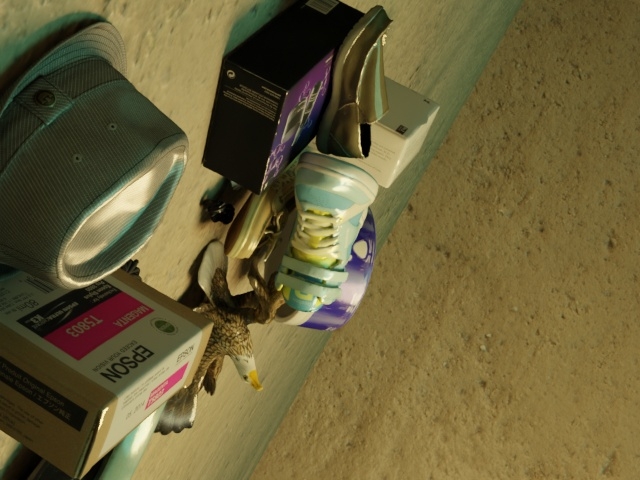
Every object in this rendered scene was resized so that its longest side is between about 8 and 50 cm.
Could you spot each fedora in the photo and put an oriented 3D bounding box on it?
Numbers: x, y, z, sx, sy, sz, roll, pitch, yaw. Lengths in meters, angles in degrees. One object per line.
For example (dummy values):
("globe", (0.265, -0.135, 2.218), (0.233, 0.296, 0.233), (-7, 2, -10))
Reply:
("fedora", (-0.211, -0.059, 0.894), (0.275, 0.124, 0.244), (-51, 166, -44))

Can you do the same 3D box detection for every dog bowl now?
("dog bowl", (-0.006, 0.032, 1.792), (0.265, 0.104, 0.265), (-41, -138, 52))

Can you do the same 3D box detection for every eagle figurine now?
("eagle figurine", (-0.175, 0.169, 1.609), (0.298, 0.225, 0.226), (-35, 138, 28))

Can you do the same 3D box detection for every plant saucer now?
("plant saucer", (-0.265, 0.256, 1.382), (0.317, 0.043, 0.317), (-62, -170, 20))

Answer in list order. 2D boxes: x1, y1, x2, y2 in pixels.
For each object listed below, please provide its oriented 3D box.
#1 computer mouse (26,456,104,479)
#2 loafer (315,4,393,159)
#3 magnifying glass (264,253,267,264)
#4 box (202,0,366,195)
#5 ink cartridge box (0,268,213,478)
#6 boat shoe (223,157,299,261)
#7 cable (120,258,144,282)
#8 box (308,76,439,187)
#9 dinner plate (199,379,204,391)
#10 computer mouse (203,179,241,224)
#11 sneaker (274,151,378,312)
("computer mouse", (-0.310, 0.271, 1.284), (0.272, 0.072, 0.188), (-54, -175, -11))
("loafer", (0.065, -0.216, 1.367), (0.094, 0.087, 0.251), (-53, 165, -43))
("magnifying glass", (-0.052, -0.019, 2.028), (0.231, 0.026, 0.092), (-52, 165, -47))
("box", (-0.047, -0.214, 1.362), (0.261, 0.103, 0.184), (-51, 168, -46))
("ink cartridge box", (-0.245, 0.106, 0.963), (0.088, 0.193, 0.234), (-66, 169, 21))
("boat shoe", (-0.071, -0.054, 1.543), (0.104, 0.089, 0.285), (-51, -173, 38))
("cable", (-0.276, 0.108, 1.217), (0.184, 0.047, 0.150), (-52, 167, -37))
("box", (0.101, -0.219, 1.822), (0.181, 0.182, 0.119), (-48, 164, -52))
("dinner plate", (-0.201, 0.227, 1.835), (0.141, 0.017, 0.141), (-59, -167, 23))
("computer mouse", (-0.111, -0.109, 1.470), (0.193, 0.042, 0.106), (-60, 169, -9))
("sneaker", (0.000, 0.000, 1.471), (0.319, 0.127, 0.208), (69, 40, -74))
